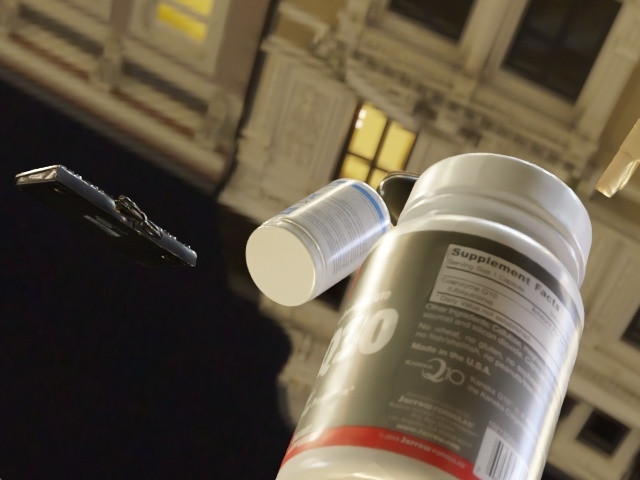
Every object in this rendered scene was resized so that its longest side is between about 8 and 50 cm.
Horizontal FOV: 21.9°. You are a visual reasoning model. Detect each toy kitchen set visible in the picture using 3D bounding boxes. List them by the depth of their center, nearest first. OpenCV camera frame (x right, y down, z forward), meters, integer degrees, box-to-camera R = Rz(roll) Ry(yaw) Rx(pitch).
[{"bbox_3d":[0.291,-0.059,1.383,0.083,0.075,0.068,36,-151,11],"label":"toy kitchen set"}]

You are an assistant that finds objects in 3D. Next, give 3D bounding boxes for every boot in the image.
[{"bbox_3d":[0.137,0.000,1.556,0.198,0.137,0.077,33,-87,2],"label":"boot"}]

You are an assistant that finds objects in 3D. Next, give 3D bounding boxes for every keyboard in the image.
[{"bbox_3d":[-0.195,-0.022,1.575,0.180,0.108,0.023,34,-114,-37],"label":"keyboard"}]

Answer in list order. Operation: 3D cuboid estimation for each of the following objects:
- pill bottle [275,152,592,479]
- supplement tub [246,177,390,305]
[{"bbox_3d":[0.085,0.086,1.115,0.161,0.161,0.283,21,-128,2],"label":"pill bottle"},{"bbox_3d":[0.000,0.000,1.294,0.071,0.071,0.107,39,-140,17],"label":"supplement tub"}]
